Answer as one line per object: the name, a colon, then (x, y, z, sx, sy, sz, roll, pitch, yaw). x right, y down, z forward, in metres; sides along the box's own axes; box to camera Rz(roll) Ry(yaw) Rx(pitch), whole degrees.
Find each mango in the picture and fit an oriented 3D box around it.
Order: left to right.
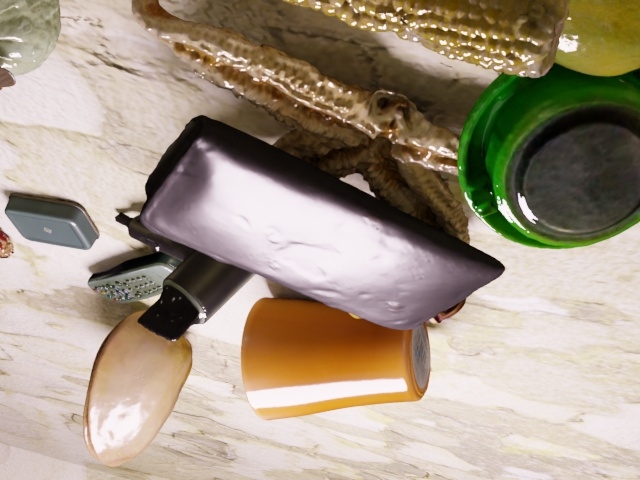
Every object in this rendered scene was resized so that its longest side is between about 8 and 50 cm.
mango: (0.188, -0.196, 0.594, 0.122, 0.085, 0.191, -7, 142, 47)

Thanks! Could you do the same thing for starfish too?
starfish: (-0.004, -0.087, 0.858, 0.432, 0.082, 0.324, 16, 151, -14)

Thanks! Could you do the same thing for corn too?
corn: (0.045, -0.194, 0.606, 0.288, 0.086, 0.086, 29, 155, 24)

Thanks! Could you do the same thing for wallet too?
wallet: (0.000, 0.000, 0.880, 0.378, 0.051, 0.197, 24, 144, -20)

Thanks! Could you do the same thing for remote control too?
remote control: (-0.287, 0.060, 1.277, 0.222, 0.042, 0.072, -16, 136, 44)

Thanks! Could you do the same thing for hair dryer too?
hair dryer: (-0.206, 0.023, 1.076, 0.248, 0.195, 0.078, 21, 143, 35)

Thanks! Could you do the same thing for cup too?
cup: (0.026, 0.169, 1.209, 0.264, 0.182, 0.226, -4, 177, 20)

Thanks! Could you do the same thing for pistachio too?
pistachio: (-0.324, 0.253, 1.401, 0.163, 0.260, 0.213, 7, 155, 35)

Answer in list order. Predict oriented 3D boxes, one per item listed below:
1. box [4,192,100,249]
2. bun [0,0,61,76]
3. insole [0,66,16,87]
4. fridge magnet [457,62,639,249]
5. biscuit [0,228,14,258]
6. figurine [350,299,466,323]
box: (-0.394, -0.025, 1.202, 0.126, 0.031, 0.091, 10, 148, 14)
bun: (-0.352, -0.225, 0.783, 0.196, 0.118, 0.195, 14, 152, 8)
insole: (-0.350, -0.162, 0.770, 0.135, 0.002, 0.045, 11, 153, 5)
fridge magnet: (0.227, -0.076, 0.730, 0.208, 0.088, 0.208, 0, 123, 0)
biscuit: (-0.588, 0.000, 1.333, 0.199, 0.034, 0.064, 1, 146, 24)
figurine: (0.113, 0.078, 1.064, 0.154, 0.082, 0.098, 2, 140, 23)
